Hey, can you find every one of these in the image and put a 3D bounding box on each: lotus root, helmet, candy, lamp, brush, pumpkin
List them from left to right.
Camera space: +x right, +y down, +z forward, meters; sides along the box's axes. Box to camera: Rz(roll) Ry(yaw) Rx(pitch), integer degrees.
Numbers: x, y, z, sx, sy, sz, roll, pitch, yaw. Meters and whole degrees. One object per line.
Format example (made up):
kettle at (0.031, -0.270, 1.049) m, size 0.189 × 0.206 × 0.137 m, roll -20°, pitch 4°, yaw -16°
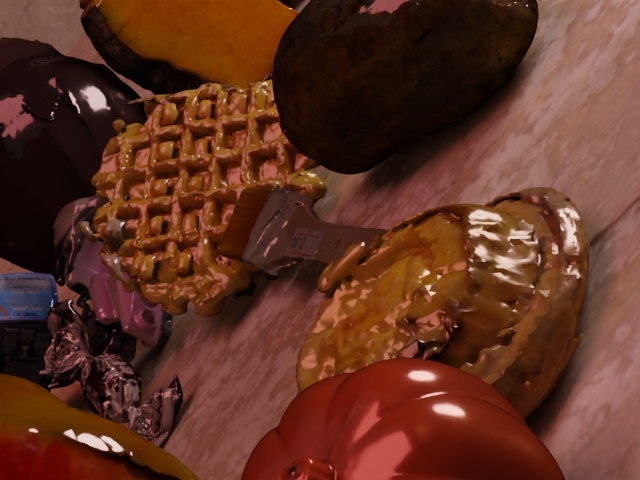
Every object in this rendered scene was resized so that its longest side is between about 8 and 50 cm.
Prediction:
helmet at (-0.289, -0.106, 2.109) m, size 0.177 × 0.305 × 0.225 m, roll -4°, pitch 16°, yaw 41°
candy at (-0.208, 0.132, 1.722) m, size 0.226 × 0.051 × 0.094 m, roll 35°, pitch 106°, yaw 44°
pumpkin at (-0.139, -0.296, 2.167) m, size 0.256 × 0.225 × 0.303 m, roll -38°, pitch 18°, yaw 30°
brush at (0.000, 0.000, 1.512) m, size 0.336 × 0.020 × 0.085 m, roll 12°, pitch 75°, yaw 60°
lamp at (0.038, 0.155, 0.974) m, size 0.187 × 0.164 × 0.188 m, roll -25°, pitch 50°, yaw 34°
lotus root at (0.061, -0.163, 1.526) m, size 0.275 × 0.152 × 0.160 m, roll -39°, pitch 33°, yaw 42°

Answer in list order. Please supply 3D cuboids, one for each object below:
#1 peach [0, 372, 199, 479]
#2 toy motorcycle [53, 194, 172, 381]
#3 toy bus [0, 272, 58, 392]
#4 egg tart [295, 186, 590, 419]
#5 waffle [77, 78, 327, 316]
peach at (-0.223, 0.277, 1.157) m, size 0.370 × 0.370 × 0.370 m, roll -46°, pitch 20°, yaw 22°
toy motorcycle at (-0.192, 0.000, 1.882) m, size 0.188 × 0.143 × 0.327 m, roll -42°, pitch 30°, yaw 34°
toy bus at (-0.321, 0.133, 1.911) m, size 0.236 × 0.079 × 0.094 m, roll 108°, pitch 164°, yaw -50°
egg tart at (0.057, 0.072, 1.195) m, size 0.291 × 0.107 × 0.291 m, roll -46°, pitch 19°, yaw 22°
waffle at (-0.108, -0.055, 1.739) m, size 0.262 × 0.060 × 0.280 m, roll -45°, pitch 49°, yaw 4°
